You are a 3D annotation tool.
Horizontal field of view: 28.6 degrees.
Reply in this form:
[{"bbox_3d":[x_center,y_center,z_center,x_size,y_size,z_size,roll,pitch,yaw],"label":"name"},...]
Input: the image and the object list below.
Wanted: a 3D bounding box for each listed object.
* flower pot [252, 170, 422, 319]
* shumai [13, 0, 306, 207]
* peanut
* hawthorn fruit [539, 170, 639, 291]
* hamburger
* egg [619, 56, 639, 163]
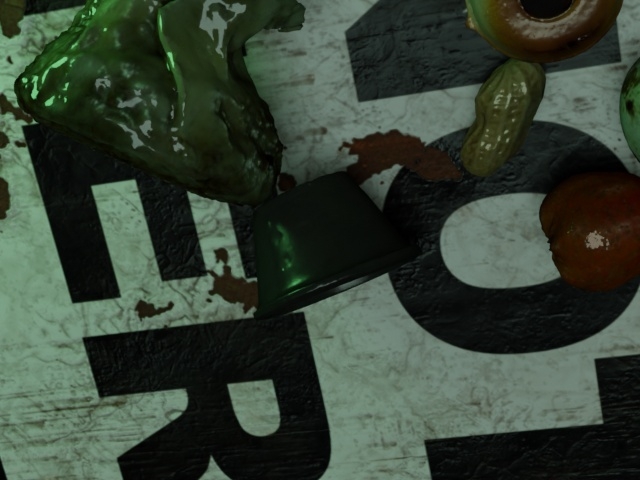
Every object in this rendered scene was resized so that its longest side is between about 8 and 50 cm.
[{"bbox_3d":[0.000,0.000,1.871,0.269,0.269,0.166,-22,86,18],"label":"flower pot"},{"bbox_3d":[-0.209,-0.258,1.772,0.395,0.395,0.348,19,90,3],"label":"shumai"},{"bbox_3d":[0.261,-0.178,1.816,0.083,0.093,0.194,41,116,36],"label":"peanut"},{"bbox_3d":[0.411,-0.016,1.815,0.189,0.189,0.189,4,112,9],"label":"hawthorn fruit"},{"bbox_3d":[0.306,-0.350,1.712,0.237,0.147,0.236,2,117,3],"label":"hamburger"},{"bbox_3d":[0.502,-0.165,1.737,0.169,0.169,0.231,-11,120,14],"label":"egg"}]
